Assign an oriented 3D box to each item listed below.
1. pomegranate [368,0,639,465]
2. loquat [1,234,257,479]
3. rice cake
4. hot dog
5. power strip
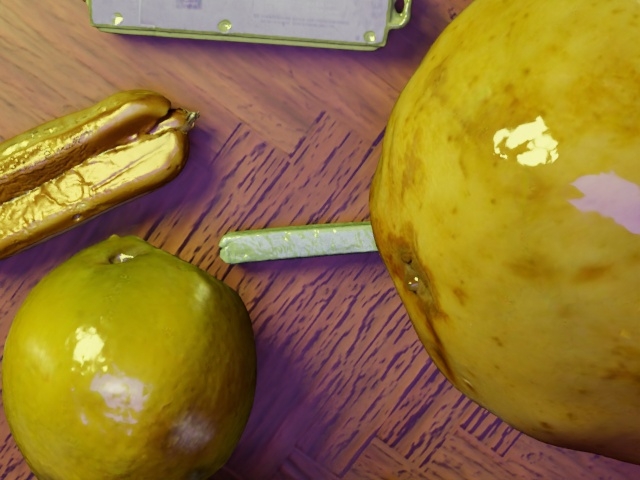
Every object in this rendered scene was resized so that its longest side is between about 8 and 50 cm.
[{"bbox_3d":[0.246,-0.039,1.201,0.410,0.410,0.410,0,99,1],"label":"pomegranate"},{"bbox_3d":[-0.159,0.126,1.294,0.213,0.213,0.246,22,73,-2],"label":"loquat"},{"bbox_3d":[0.000,0.000,1.369,0.171,0.033,0.029,-6,95,3],"label":"rice cake"},{"bbox_3d":[-0.206,-0.056,1.349,0.236,0.062,0.092,-22,98,7],"label":"hot dog"},{"bbox_3d":[-0.062,-0.200,1.329,0.272,0.052,0.078,4,99,0],"label":"power strip"}]
